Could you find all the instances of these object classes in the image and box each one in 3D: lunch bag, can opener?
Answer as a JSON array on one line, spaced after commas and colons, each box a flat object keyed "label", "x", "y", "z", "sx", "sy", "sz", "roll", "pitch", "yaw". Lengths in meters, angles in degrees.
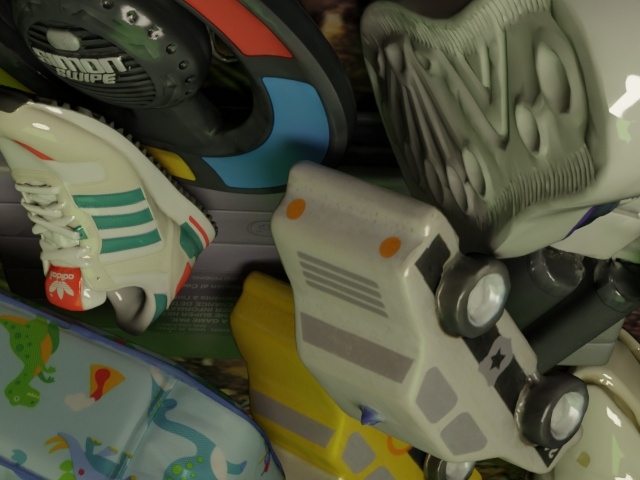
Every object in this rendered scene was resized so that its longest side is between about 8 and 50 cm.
[{"label": "lunch bag", "x": -0.128, "y": 0.102, "z": 0.885, "sx": 0.219, "sy": 0.090, "sz": 0.176, "roll": 22, "pitch": 161, "yaw": 13}, {"label": "can opener", "x": 0.127, "y": 0.037, "z": 0.871, "sx": 0.076, "sy": 0.095, "sz": 0.283, "roll": 14, "pitch": 150, "yaw": -20}]

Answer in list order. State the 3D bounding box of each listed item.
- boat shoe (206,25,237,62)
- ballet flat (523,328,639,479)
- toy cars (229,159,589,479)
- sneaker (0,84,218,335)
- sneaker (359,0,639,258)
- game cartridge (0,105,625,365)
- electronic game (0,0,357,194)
[{"label": "boat shoe", "x": -0.018, "y": -0.126, "z": 0.736, "sx": 0.056, "sy": 0.049, "sz": 0.152, "roll": 5, "pitch": 155, "yaw": -12}, {"label": "ballet flat", "x": 0.268, "y": 0.100, "z": 1.073, "sx": 0.483, "sy": 0.164, "sz": 0.182, "roll": -25, "pitch": 121, "yaw": 32}, {"label": "toy cars", "x": 0.023, "y": 0.080, "z": 0.857, "sx": 0.176, "sy": 0.087, "sz": 0.393, "roll": 35, "pitch": 164, "yaw": 2}, {"label": "sneaker", "x": -0.109, "y": -0.008, "z": 0.811, "sx": 0.057, "sy": 0.075, "sz": 0.161, "roll": 16, "pitch": 164, "yaw": 33}, {"label": "sneaker", "x": 0.163, "y": -0.089, "z": 0.716, "sx": 0.236, "sy": 0.130, "sz": 0.323, "roll": -20, "pitch": -177, "yaw": -12}, {"label": "game cartridge", "x": 0.000, "y": 0.000, "z": 0.971, "sx": 0.355, "sy": 0.068, "sz": 0.230, "roll": 2, "pitch": 156, "yaw": 0}, {"label": "electronic game", "x": -0.091, "y": -0.089, "z": 0.749, "sx": 0.229, "sy": 0.048, "sz": 0.229, "roll": 22, "pitch": 158, "yaw": 9}]
